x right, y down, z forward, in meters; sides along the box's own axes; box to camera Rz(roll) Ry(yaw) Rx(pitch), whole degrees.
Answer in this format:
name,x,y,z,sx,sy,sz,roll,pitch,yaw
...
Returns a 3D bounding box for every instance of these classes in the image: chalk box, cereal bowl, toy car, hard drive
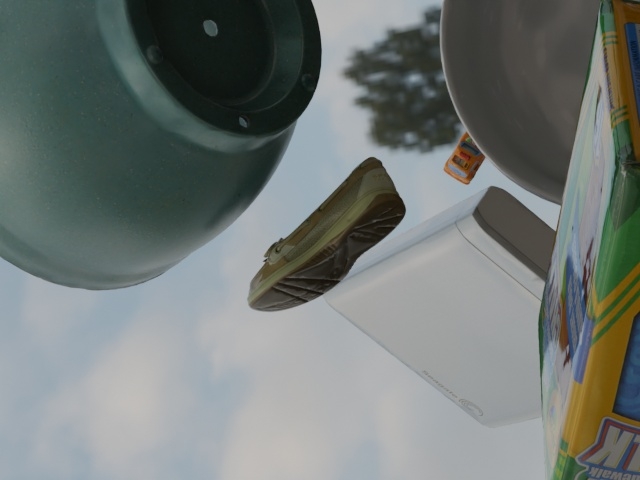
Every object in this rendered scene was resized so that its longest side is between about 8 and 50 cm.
name,x,y,z,sx,sy,sz,roll,pitch,yaw
chalk box,0.214,0.043,0.865,0.180,0.179,0.289,-83,-1,-56
cereal bowl,0.289,-0.192,1.483,0.141,0.339,0.339,-7,-92,-61
toy car,0.179,-0.060,1.728,0.122,0.060,0.040,50,-166,7
hard drive,0.159,0.074,1.502,0.233,0.353,0.047,38,-112,-9

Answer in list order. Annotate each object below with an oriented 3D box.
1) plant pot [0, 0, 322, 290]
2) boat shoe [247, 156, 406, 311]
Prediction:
name,x,y,z,sx,sy,sz,roll,pitch,yaw
plant pot,-0.124,-0.129,1.170,0.293,0.196,0.293,17,-116,-38
boat shoe,-0.001,-0.001,1.224,0.056,0.153,0.048,12,-135,-44
